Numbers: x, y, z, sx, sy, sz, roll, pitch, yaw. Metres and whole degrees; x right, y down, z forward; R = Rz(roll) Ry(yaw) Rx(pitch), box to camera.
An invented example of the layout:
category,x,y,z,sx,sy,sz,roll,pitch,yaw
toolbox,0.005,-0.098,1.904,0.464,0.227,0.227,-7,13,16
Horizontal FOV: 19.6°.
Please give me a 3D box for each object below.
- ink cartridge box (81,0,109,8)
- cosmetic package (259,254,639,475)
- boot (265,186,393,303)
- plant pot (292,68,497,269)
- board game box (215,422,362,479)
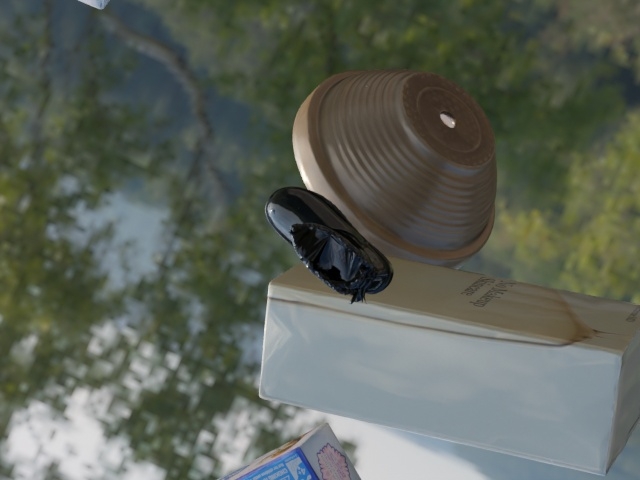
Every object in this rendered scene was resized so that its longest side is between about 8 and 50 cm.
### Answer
category,x,y,z,sx,sy,sz,roll,pitch,yaw
ink cartridge box,-0.158,-0.308,1.206,0.171,0.232,0.168,23,144,10
cosmetic package,0.119,0.097,1.602,0.310,0.113,0.160,10,-164,18
boot,-0.001,0.000,1.350,0.121,0.045,0.099,39,-172,13
plant pot,0.099,-0.091,1.872,0.237,0.237,0.110,25,135,-24
board game box,-0.038,0.382,1.823,0.318,0.319,0.066,58,-147,-1
